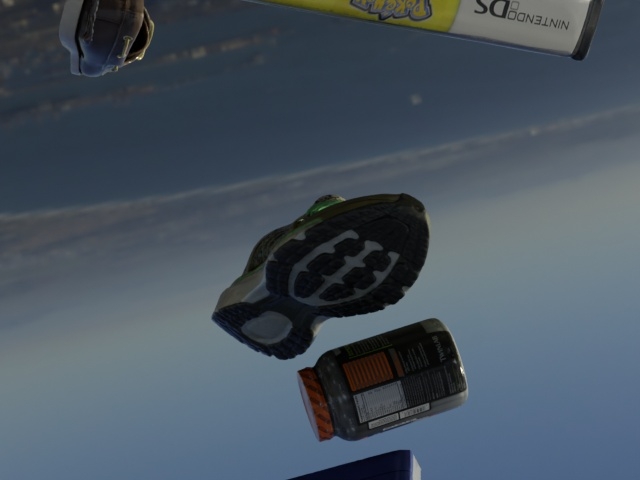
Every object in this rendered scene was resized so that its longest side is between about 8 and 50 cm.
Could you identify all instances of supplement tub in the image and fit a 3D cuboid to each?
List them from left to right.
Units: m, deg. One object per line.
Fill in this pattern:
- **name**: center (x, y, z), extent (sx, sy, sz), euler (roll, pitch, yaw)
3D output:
- **supplement tub**: center (0.074, 0.174, 1.677), extent (0.190, 0.117, 0.117), euler (-17, 179, -7)

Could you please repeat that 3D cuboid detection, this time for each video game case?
- **video game case**: center (-0.058, -0.141, 0.596), extent (0.248, 0.035, 0.275), euler (3, -161, -36)

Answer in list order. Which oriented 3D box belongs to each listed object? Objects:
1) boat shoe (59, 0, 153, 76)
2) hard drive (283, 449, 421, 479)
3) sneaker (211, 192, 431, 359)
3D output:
- **boat shoe**: center (-0.270, -0.271, 1.785), extent (0.096, 0.117, 0.324), euler (14, 176, -4)
- **hard drive**: center (-0.014, 0.331, 1.225), extent (0.210, 0.040, 0.319), euler (-18, -149, 16)
- **sneaker**: center (0.000, 0.000, 1.689), extent (0.158, 0.182, 0.410), euler (29, 148, -20)
